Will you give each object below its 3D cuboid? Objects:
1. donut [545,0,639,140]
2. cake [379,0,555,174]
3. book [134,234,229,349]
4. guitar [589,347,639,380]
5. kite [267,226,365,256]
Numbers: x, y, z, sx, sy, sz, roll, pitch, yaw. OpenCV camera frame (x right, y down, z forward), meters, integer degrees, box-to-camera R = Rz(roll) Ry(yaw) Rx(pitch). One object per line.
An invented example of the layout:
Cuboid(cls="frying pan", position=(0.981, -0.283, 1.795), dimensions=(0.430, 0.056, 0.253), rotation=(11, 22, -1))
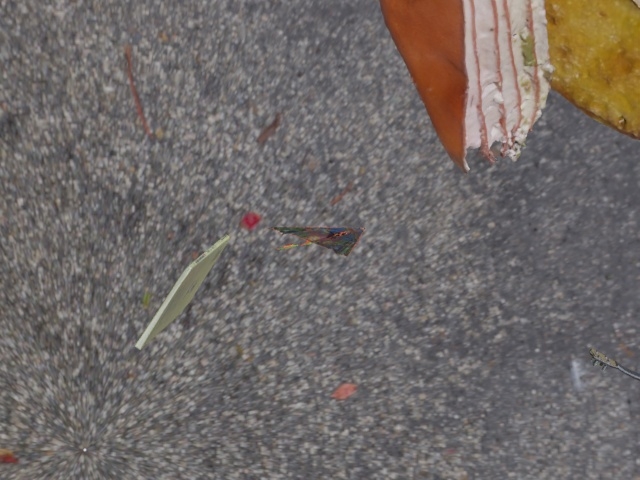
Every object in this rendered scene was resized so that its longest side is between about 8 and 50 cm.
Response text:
Cuboid(cls="donut", position=(0.336, -0.286, 0.893), dimensions=(0.435, 0.377, 0.163), rotation=(32, 61, 12))
Cuboid(cls="cake", position=(0.118, -0.175, 0.764), dimensions=(0.135, 0.287, 0.098), rotation=(27, 60, 40))
Cuboid(cls="book", position=(-0.218, 0.080, 1.491), dimensions=(0.013, 0.192, 0.168), rotation=(35, 108, 1))
Cuboid(cls="guitar", position=(0.646, 0.281, 1.835), dimensions=(0.271, 0.084, 0.038), rotation=(22, 105, -9))
Cuboid(cls="kite", position=(0.000, 0.000, 1.370), dimensions=(0.190, 0.159, 0.010), rotation=(21, 64, -47))
